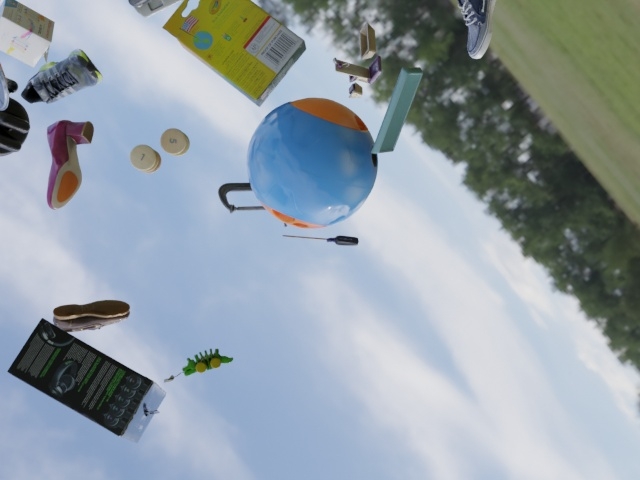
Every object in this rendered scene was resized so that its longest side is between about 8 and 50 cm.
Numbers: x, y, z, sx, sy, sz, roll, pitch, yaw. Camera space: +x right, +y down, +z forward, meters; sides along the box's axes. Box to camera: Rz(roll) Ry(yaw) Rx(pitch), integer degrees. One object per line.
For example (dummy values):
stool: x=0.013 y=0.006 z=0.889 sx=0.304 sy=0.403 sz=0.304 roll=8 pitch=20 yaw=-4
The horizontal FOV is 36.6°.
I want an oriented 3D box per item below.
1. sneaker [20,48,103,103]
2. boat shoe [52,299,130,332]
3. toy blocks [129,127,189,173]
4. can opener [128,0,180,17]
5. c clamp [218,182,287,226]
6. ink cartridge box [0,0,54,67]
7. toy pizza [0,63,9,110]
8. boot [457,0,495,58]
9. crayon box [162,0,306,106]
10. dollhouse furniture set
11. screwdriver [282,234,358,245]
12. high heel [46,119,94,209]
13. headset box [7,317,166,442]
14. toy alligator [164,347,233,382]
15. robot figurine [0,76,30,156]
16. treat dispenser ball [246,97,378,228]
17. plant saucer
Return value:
sneaker: x=-0.686 y=-0.418 z=2.564 sx=0.111 sy=0.300 sz=0.121 roll=53 pitch=-126 yaw=-23
boat shoe: x=-0.624 y=0.210 z=2.643 sx=0.073 sy=0.207 sz=0.073 roll=-107 pitch=17 yaw=-55
toy blocks: x=-0.326 y=-0.182 z=1.995 sx=0.054 sy=0.123 sz=0.148 roll=62 pitch=178 yaw=-2
can opener: x=-0.302 y=-0.593 z=2.190 sx=0.076 sy=0.283 sz=0.095 roll=63 pitch=179 yaw=-15
c clamp: x=-0.165 y=-0.092 z=2.325 sx=0.161 sy=0.022 sz=0.137 roll=2 pitch=-130 yaw=-15
ink cartridge box: x=-0.694 y=-0.484 z=2.266 sx=0.143 sy=0.090 sz=0.092 roll=26 pitch=-143 yaw=-30
toy pizza: x=-0.805 y=-0.412 z=2.341 sx=0.032 sy=0.201 sz=0.201 roll=-33 pitch=-100 yaw=-33
boot: x=0.334 y=-0.503 z=2.139 sx=0.086 sy=0.190 sz=0.069 roll=12 pitch=175 yaw=-26
crayon box: x=-0.220 y=-0.522 z=2.495 sx=0.318 sy=0.202 sz=0.081 roll=39 pitch=178 yaw=6
dollhouse furniture set: x=0.049 y=-0.327 z=1.711 sx=0.081 sy=0.091 sz=0.114 roll=11 pitch=-121 yaw=-21
screwdriver: x=0.000 y=0.000 z=2.141 sx=0.024 sy=0.170 sz=0.025 roll=-101 pitch=11 yaw=-85
high heel: x=-0.602 y=-0.173 z=2.196 sx=0.082 sy=0.117 sz=0.244 roll=53 pitch=-140 yaw=-56
headset box: x=-0.467 y=0.302 z=2.010 sx=0.283 sy=0.131 sz=0.246 roll=28 pitch=166 yaw=6
toy alligator: x=-0.323 y=0.319 z=2.526 sx=0.056 sy=0.190 sz=0.051 roll=-167 pitch=61 yaw=-78
robot figurine: x=-0.910 y=-0.332 z=2.665 sx=0.278 sy=0.209 sz=0.173 roll=28 pitch=145 yaw=41
treat dispenser ball: x=-0.018 y=-0.168 z=2.119 sx=0.288 sy=0.288 sz=0.288 roll=45 pitch=-163 yaw=-17
plant saucer: x=0.159 y=-0.264 z=1.983 sx=0.018 sy=0.192 sz=0.067 roll=35 pitch=-152 yaw=30
